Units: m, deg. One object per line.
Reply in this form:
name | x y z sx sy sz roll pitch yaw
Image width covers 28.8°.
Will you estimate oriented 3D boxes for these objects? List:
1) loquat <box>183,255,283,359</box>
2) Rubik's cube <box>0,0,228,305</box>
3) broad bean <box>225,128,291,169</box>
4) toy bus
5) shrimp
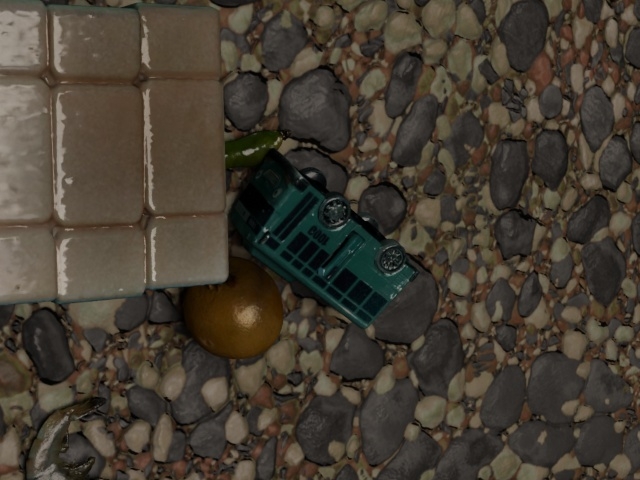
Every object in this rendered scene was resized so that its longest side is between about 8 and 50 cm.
loquat | -0.116 0.093 1.688 0.141 0.141 0.141 -3 96 -33
Rubik's cube | -0.314 -0.102 1.425 0.315 0.321 0.319 -4 95 -35
broad bean | -0.152 -0.109 1.694 0.256 0.053 0.052 -17 83 -32
toy bus | 0.000 0.000 1.745 0.256 0.128 0.147 38 94 -31
shrimp | -0.289 0.283 1.648 0.195 0.035 0.148 18 82 -32
